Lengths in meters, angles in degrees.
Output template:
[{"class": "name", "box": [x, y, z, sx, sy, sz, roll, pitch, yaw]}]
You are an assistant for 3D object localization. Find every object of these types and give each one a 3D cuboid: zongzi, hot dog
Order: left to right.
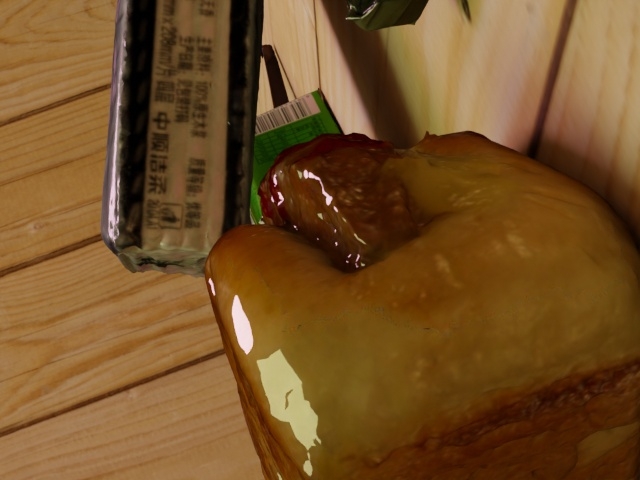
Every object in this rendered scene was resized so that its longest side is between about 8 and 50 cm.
[{"class": "zongzi", "box": [0.034, -0.180, 0.792, 0.119, 0.055, 0.109, 122, 131, -68]}, {"class": "hot dog", "box": [0.052, 0.074, 0.808, 0.405, 0.185, 0.223, 79, 168, -57]}]

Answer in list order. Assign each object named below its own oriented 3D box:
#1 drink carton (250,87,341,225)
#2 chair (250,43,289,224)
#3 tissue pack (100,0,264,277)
[{"class": "drink carton", "box": [0.000, 0.000, 1.465, 0.161, 0.108, 0.271, 75, 173, -45]}, {"class": "chair", "box": [-0.079, -0.040, 1.730, 0.176, 0.183, 0.326, 78, 172, -61]}, {"class": "tissue pack", "box": [-0.100, -0.154, 1.179, 0.259, 0.122, 0.361, 110, 162, -84]}]
